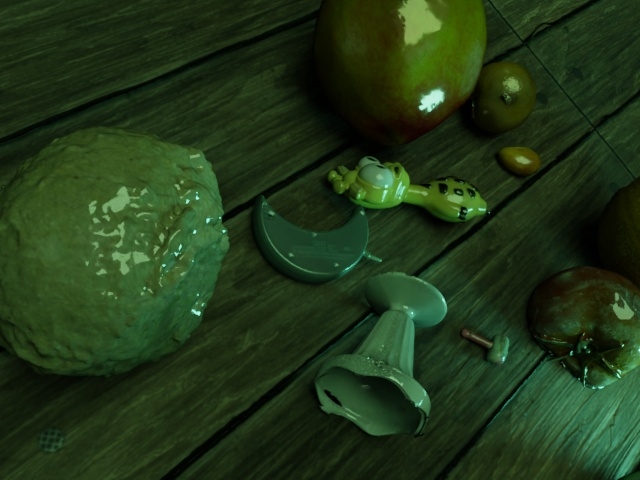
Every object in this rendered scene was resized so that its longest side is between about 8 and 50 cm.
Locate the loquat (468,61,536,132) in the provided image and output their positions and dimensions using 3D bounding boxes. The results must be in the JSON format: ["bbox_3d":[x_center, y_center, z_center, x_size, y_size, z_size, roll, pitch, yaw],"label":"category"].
[{"bbox_3d":[0.351,-0.277,1.248,0.141,0.141,0.141,11,63,-21],"label":"loquat"}]

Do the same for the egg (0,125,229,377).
[{"bbox_3d":[-0.246,0.009,0.745,0.279,0.279,0.311,28,68,-12],"label":"egg"}]

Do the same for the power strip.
[{"bbox_3d":[0.000,0.000,1.000,0.215,0.044,0.137,6,65,-23],"label":"power strip"}]

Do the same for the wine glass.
[{"bbox_3d":[0.094,0.158,0.915,0.164,0.165,0.197,34,49,-8],"label":"wine glass"}]

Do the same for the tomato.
[{"bbox_3d":[0.487,0.137,1.112,0.214,0.155,0.181,36,53,-5],"label":"tomato"}]

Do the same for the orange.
[{"bbox_3d":[0.650,0.003,1.184,0.274,0.274,0.274,11,63,-21],"label":"orange"}]

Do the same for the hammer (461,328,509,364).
[{"bbox_3d":[0.271,0.169,1.065,0.083,0.031,0.053,26,55,0],"label":"hammer"}]

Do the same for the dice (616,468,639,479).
[{"bbox_3d":[0.547,0.478,0.896,0.300,0.287,0.297,-20,76,-31],"label":"dice"}]

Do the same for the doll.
[{"bbox_3d":[0.152,-0.084,1.091,0.291,0.086,0.117,9,23,-20],"label":"doll"}]

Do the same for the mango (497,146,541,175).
[{"bbox_3d":[0.390,-0.158,1.265,0.089,0.046,0.060,19,57,-2],"label":"mango"}]

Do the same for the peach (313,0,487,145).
[{"bbox_3d":[0.132,-0.322,1.080,0.307,0.308,0.333,12,78,-21],"label":"peach"}]
